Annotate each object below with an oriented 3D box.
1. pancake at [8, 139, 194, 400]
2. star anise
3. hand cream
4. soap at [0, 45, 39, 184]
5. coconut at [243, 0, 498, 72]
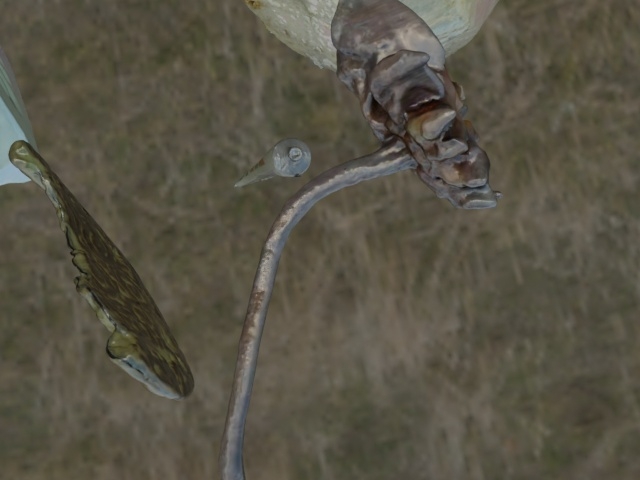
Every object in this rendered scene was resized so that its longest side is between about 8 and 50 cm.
[{"bbox_3d":[-0.134,0.025,1.084,0.020,0.190,0.184,-34,110,3],"label":"pancake"},{"bbox_3d":[0.000,0.000,0.929,0.227,0.218,0.148,-32,168,-1],"label":"star anise"},{"bbox_3d":[-0.041,-0.068,1.641,0.057,0.037,0.165,-16,179,-14],"label":"hand cream"},{"bbox_3d":[-0.361,-0.166,1.599,0.115,0.347,0.208,-30,117,-2],"label":"soap"},{"bbox_3d":[0.048,-0.245,1.259,0.227,0.230,0.227,30,160,12],"label":"coconut"}]
